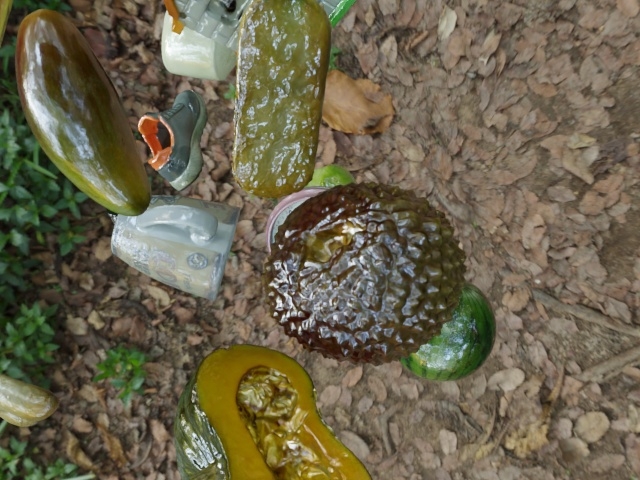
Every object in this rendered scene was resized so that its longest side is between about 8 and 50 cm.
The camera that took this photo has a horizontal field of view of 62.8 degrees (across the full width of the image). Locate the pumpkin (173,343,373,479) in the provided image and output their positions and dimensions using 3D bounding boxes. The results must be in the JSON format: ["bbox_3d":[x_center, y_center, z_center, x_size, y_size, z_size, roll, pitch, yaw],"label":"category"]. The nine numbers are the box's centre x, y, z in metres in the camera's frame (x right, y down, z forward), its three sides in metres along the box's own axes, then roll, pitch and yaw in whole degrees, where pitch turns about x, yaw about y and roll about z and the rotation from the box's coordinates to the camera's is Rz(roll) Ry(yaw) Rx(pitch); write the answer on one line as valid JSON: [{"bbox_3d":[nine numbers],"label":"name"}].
[{"bbox_3d":[-0.093,0.327,0.680,0.325,0.242,0.232,54,129,39],"label":"pumpkin"}]

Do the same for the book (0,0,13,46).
[{"bbox_3d":[-0.324,-0.293,0.340,0.262,0.028,0.374,9,70,-21],"label":"book"}]

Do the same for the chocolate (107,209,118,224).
[{"bbox_3d":[-0.472,-0.027,1.373,0.156,0.156,0.133,4,113,13],"label":"chocolate"}]

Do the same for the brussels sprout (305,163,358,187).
[{"bbox_3d":[0.027,-0.081,1.279,0.161,0.223,0.223,-22,91,-23],"label":"brussels sprout"}]

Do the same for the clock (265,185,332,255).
[{"bbox_3d":[0.001,-0.001,1.133,0.244,0.056,0.245,4,117,8],"label":"clock"}]

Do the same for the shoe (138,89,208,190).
[{"bbox_3d":[-0.410,-0.301,1.410,0.132,0.171,0.337,-28,51,29],"label":"shoe"}]

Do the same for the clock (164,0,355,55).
[{"bbox_3d":[-0.104,-0.347,0.682,0.219,0.255,0.106,-36,46,43],"label":"clock"}]

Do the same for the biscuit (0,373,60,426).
[{"bbox_3d":[-0.481,0.198,0.739,0.207,0.047,0.164,38,138,-19],"label":"biscuit"}]

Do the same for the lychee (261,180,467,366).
[{"bbox_3d":[0.066,0.052,0.717,0.267,0.267,0.268,1,97,13],"label":"lychee"}]

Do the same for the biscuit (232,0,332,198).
[{"bbox_3d":[-0.047,-0.164,0.623,0.118,0.029,0.247,-6,121,-26],"label":"biscuit"}]

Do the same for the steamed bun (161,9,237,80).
[{"bbox_3d":[-0.285,-0.529,1.296,0.199,0.155,0.250,18,72,12],"label":"steamed bun"}]

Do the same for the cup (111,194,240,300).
[{"bbox_3d":[-0.324,-0.008,1.168,0.256,0.301,0.228,14,70,-10],"label":"cup"}]

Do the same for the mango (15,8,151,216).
[{"bbox_3d":[-0.299,-0.147,0.656,0.111,0.133,0.268,-26,112,-13],"label":"mango"}]

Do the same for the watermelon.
[{"bbox_3d":[0.272,0.198,1.181,0.242,0.242,0.243,1,97,13],"label":"watermelon"}]
